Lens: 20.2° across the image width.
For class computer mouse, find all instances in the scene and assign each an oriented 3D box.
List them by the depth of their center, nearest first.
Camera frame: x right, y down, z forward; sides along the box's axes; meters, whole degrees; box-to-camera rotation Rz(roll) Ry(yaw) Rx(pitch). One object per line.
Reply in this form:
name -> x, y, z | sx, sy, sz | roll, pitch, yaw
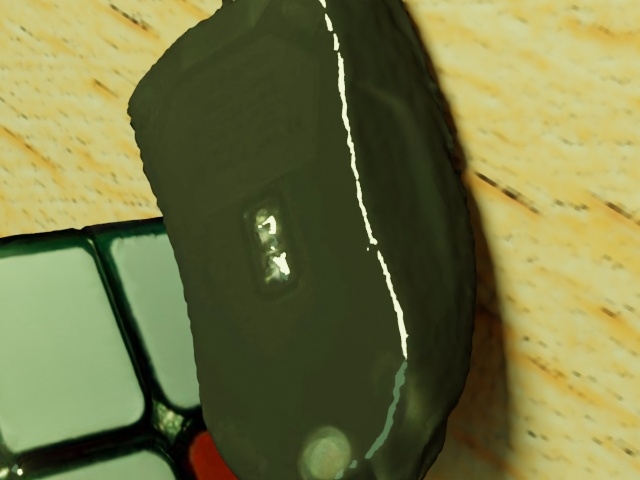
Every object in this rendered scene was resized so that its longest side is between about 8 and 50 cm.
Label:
computer mouse -> 0.000, 0.000, 0.687 | 0.122, 0.073, 0.217 | -23, 72, 29

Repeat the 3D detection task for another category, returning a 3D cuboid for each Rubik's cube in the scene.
Rubik's cube -> -0.117, 0.105, 0.736 | 0.183, 0.167, 0.180 | -32, 75, 39
